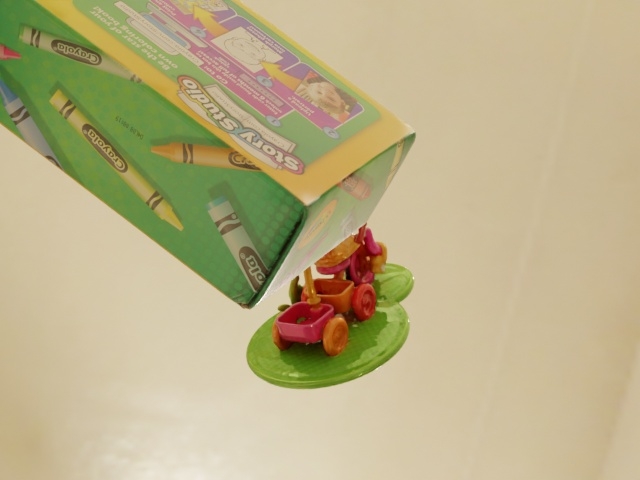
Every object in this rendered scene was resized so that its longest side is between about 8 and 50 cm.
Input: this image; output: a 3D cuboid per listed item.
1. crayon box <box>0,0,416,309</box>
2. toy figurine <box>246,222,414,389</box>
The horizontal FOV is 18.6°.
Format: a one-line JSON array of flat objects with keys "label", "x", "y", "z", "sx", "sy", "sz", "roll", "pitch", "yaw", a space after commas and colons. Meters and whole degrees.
[{"label": "crayon box", "x": -0.098, "y": -0.094, "z": 1.158, "sx": 0.278, "sy": 0.165, "sz": 0.081, "roll": 37, "pitch": -61, "yaw": 10}, {"label": "toy figurine", "x": 0.000, "y": 0.000, "z": 1.486, "sx": 0.130, "sy": 0.173, "sz": 0.159, "roll": 5, "pitch": -56, "yaw": 33}]
